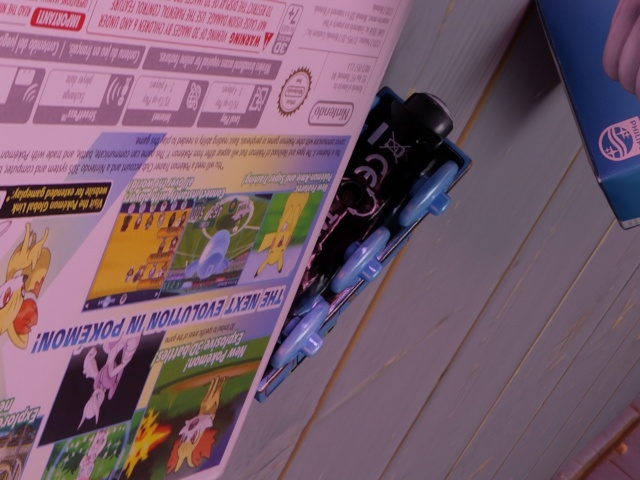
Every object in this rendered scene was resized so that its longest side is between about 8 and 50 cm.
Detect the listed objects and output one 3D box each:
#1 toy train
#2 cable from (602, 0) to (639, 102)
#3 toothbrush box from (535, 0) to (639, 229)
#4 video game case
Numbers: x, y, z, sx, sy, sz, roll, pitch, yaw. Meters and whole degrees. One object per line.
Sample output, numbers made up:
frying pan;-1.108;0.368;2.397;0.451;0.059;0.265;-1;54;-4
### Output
toy train;0.000;0.000;0.928;0.184;0.080;0.105;-48;174;-10
cable;0.209;-0.136;0.659;0.257;0.089;0.257;-44;165;-14
toothbrush box;0.301;-0.122;1.110;0.296;0.126;0.216;-19;168;12
video game case;-0.066;-0.027;0.616;0.329;0.036;0.300;-7;121;-67
